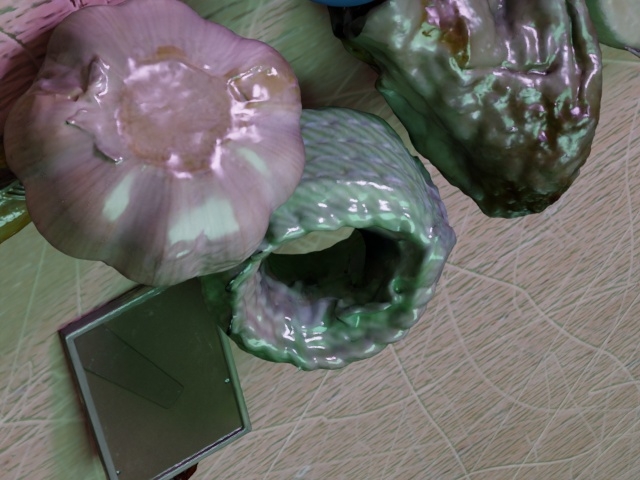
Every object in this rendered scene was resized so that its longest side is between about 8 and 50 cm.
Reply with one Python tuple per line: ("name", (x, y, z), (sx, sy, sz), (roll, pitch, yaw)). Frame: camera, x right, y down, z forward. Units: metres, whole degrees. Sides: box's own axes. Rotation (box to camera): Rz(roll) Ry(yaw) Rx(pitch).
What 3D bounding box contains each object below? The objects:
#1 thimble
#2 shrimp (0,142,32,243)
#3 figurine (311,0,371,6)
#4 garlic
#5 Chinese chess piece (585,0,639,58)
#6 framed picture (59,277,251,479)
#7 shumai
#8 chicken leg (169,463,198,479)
("thimble", (0.000, 0.000, 1.672), (0.219, 0.150, 0.219), (-8, 133, -9))
("shrimp", (-0.247, -0.043, 1.525), (0.180, 0.041, 0.099), (-28, 126, -24))
("figurine", (0.111, -0.356, 1.468), (0.416, 0.243, 0.298), (-32, 158, 15))
("garlic", (-0.124, -0.071, 1.487), (0.228, 0.228, 0.152), (-35, -175, -17))
("Chinese chess piece", (0.321, -0.330, 1.740), (0.349, 0.146, 0.349), (-27, 140, -25))
("framed picture", (-0.144, 0.127, 1.771), (0.150, 0.015, 0.203), (-30, 128, -23))
("shumai", (0.100, -0.135, 1.662), (0.203, 0.222, 0.272), (-16, 109, -24))
("chicken leg", (-0.174, 0.250, 1.873), (0.089, 0.048, 0.219), (13, 114, -48))
